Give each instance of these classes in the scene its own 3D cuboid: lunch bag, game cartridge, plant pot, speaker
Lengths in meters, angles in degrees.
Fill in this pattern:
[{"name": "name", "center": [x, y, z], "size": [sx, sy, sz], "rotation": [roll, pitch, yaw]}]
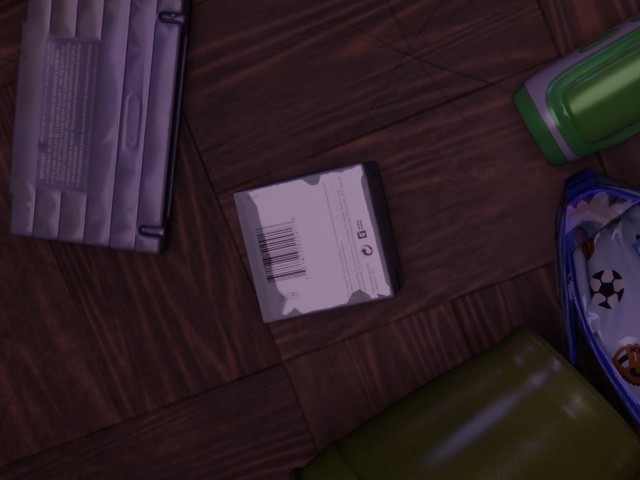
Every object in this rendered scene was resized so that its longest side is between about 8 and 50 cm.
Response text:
[{"name": "lunch bag", "center": [0.412, 0.088, 1.739], "size": [0.239, 0.328, 0.385], "rotation": [-36, 91, 11]}, {"name": "game cartridge", "center": [-0.306, -0.170, 1.975], "size": [0.230, 0.068, 0.355], "rotation": [9, 98, 13]}, {"name": "plant pot", "center": [0.211, 0.304, 1.809], "size": [0.353, 0.366, 0.366], "rotation": [-44, 87, 0]}, {"name": "speaker", "center": [0.394, -0.211, 1.808], "size": [0.296, 0.131, 0.131], "rotation": [-30, 90, 12]}]

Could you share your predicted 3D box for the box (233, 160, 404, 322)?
[{"name": "box", "center": [0.000, 0.000, 1.906], "size": [0.182, 0.119, 0.181], "rotation": [-13, 94, 11]}]
